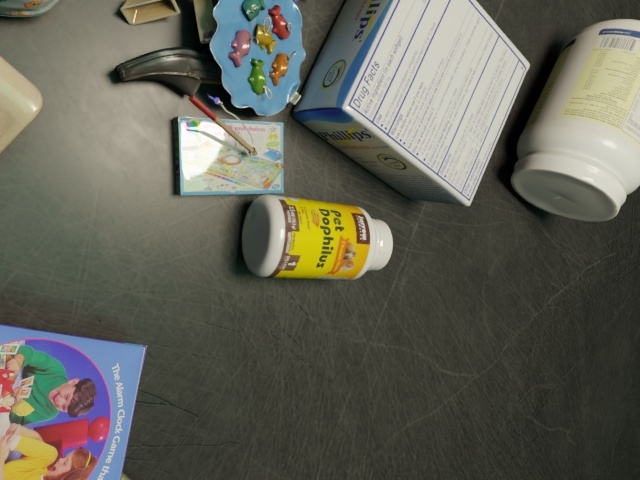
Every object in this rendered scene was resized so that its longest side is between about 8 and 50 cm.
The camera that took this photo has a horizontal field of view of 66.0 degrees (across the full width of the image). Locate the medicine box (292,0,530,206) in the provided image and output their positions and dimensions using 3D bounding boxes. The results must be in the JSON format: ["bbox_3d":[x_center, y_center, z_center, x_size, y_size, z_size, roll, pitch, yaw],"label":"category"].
[{"bbox_3d":[0.149,-0.237,0.773,0.289,0.149,0.264,29,82,-31],"label":"medicine box"}]

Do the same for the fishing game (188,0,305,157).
[{"bbox_3d":[-0.068,-0.252,0.648,0.189,0.041,0.264,40,67,-56],"label":"fishing game"}]

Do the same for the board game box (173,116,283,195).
[{"bbox_3d":[-0.126,-0.117,0.695,0.154,0.026,0.104,-4,100,-31],"label":"board game box"}]

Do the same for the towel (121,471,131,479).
[{"bbox_3d":[-0.323,0.461,0.661,0.271,0.040,0.370,-41,115,-20],"label":"towel"}]

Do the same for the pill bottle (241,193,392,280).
[{"bbox_3d":[0.000,0.000,0.738,0.214,0.117,0.117,4,96,-32],"label":"pill bottle"}]

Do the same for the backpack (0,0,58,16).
[{"bbox_3d":[-0.325,-0.322,0.469,0.165,0.144,0.189,5,102,-27],"label":"backpack"}]

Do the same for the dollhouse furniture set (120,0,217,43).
[{"bbox_3d":[-0.177,-0.261,0.618,0.114,0.091,0.081,-14,77,-1],"label":"dollhouse furniture set"}]

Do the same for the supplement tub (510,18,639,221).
[{"bbox_3d":[0.532,-0.225,0.961,0.235,0.235,0.325,33,81,-31],"label":"supplement tub"}]

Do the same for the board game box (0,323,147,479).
[{"bbox_3d":[-0.331,0.266,0.501,0.233,0.078,0.347,26,64,-47],"label":"board game box"}]

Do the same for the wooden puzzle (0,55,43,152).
[{"bbox_3d":[-0.425,-0.126,0.449,0.238,0.044,0.221,-40,119,10],"label":"wooden puzzle"}]

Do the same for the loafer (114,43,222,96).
[{"bbox_3d":[-0.172,-0.215,0.632,0.170,0.062,0.061,-19,112,-27],"label":"loafer"}]
